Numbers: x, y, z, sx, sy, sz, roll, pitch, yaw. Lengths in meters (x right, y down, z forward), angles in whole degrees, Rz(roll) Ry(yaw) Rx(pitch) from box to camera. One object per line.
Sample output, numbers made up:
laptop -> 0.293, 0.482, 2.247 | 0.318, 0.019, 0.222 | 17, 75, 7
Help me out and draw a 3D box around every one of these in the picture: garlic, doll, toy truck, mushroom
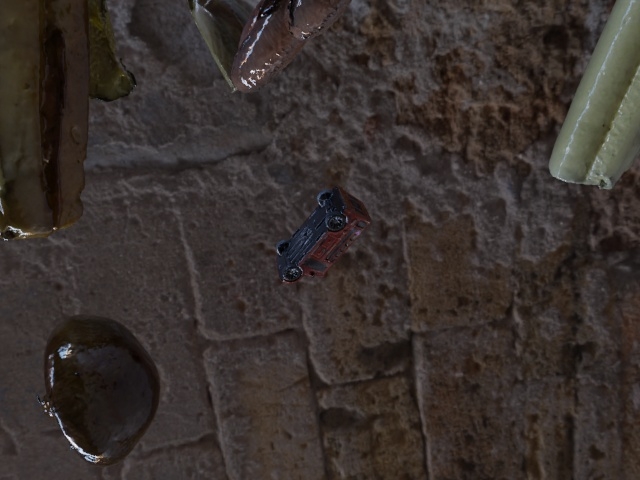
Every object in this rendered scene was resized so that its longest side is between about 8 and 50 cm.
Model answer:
garlic -> -0.171, -0.396, 0.989 | 0.087, 0.101, 0.196 | 48, 165, 56
doll -> -0.024, -0.297, 0.524 | 0.156, 0.303, 0.201 | 29, -146, -33
toy truck -> 0.000, 0.000, 1.211 | 0.253, 0.114, 0.108 | -50, 35, 23
mushroom -> -0.406, 0.261, 0.943 | 0.283, 0.195, 0.264 | -5, 112, 52

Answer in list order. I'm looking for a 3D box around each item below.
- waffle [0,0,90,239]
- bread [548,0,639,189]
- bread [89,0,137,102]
waffle -> -0.296, -0.182, 0.436 | 0.098, 0.224, 0.328 | -26, -48, -54
bread -> 0.255, -0.139, 0.413 | 0.139, 0.060, 0.178 | -26, -45, -46
bread -> -0.439, -0.350, 0.976 | 0.169, 0.140, 0.160 | 121, 129, -67
